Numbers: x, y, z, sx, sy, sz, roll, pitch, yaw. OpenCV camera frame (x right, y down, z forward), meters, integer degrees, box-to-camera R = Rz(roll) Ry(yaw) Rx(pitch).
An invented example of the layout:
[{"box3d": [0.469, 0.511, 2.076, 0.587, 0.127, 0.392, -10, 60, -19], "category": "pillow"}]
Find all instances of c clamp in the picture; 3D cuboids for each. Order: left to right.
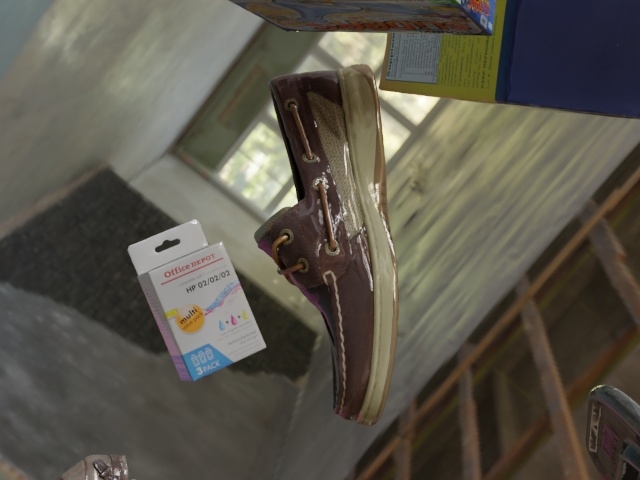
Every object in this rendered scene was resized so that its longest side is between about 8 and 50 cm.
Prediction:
[{"box3d": [0.127, 0.107, 0.341, 0.022, 0.137, 0.161, -38, 161, -3], "category": "c clamp"}]

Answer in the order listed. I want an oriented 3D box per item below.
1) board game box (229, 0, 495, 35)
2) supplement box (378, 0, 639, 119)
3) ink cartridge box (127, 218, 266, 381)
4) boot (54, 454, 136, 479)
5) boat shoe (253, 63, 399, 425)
[{"box3d": [0.036, -0.207, 0.920, 0.136, 0.201, 0.035, 4, 92, -68], "category": "board game box"}, {"box3d": [0.232, -0.257, 1.282, 0.356, 0.195, 0.194, -151, -113, -68], "category": "supplement box"}, {"box3d": [-0.154, 0.070, 1.329, 0.104, 0.181, 0.061, -24, -177, -22], "category": "ink cartridge box"}, {"box3d": [-0.202, 0.258, 0.999, 0.087, 0.119, 0.042, -12, 169, -35], "category": "boot"}, {"box3d": [0.000, 0.000, 0.993, 0.123, 0.123, 0.342, 109, -21, -76], "category": "boat shoe"}]
